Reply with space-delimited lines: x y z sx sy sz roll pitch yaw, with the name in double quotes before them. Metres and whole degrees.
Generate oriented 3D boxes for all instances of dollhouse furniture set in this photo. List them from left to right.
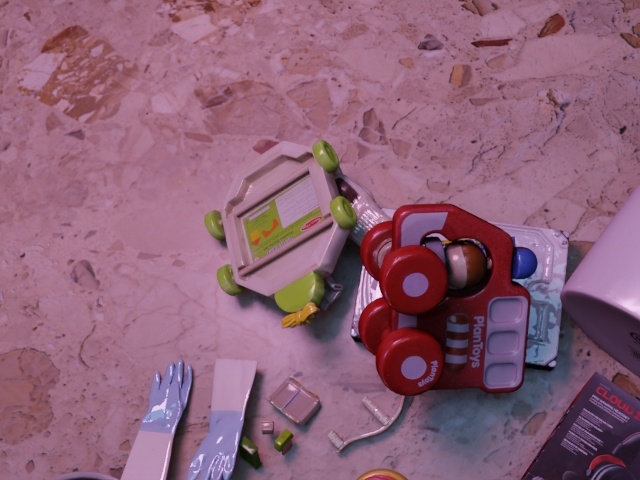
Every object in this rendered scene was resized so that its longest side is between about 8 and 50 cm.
"dollhouse furniture set" -0.070 0.310 1.405 0.076 0.058 0.151 32 61 24

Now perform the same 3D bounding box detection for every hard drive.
"hard drive" 0.235 0.078 1.412 0.339 0.064 0.237 9 74 11

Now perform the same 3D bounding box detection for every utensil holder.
"utensil holder" 0.593 0.020 1.238 0.327 0.327 0.385 38 82 18

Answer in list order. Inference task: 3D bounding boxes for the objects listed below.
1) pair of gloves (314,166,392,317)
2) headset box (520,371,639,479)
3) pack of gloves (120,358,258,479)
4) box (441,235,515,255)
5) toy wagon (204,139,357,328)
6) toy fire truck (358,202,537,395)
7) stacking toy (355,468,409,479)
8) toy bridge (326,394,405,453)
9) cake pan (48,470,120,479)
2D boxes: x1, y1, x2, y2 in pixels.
"pair of gloves" 0.000 0.000 1.445 0.240 0.042 0.204 -44 58 5
"headset box" 0.428 0.354 1.226 0.218 0.110 0.293 35 58 19
"pack of gloves" -0.212 0.311 1.408 0.195 0.046 0.232 -1 57 21
"box" 0.231 0.030 1.361 0.169 0.059 0.054 -3 74 8
"toy wagon" -0.061 -0.002 1.417 0.267 0.068 0.344 -31 57 23
"toy fire truck" 0.197 0.091 1.268 0.254 0.169 0.302 -2 106 -9
"stacking toy" 0.157 0.507 1.251 0.309 0.130 0.279 14 75 13
"toy bridge" 0.093 0.284 1.386 0.188 0.026 0.063 -45 73 -6
"cake pan" -0.389 0.529 1.368 0.293 0.054 0.293 -2 72 8
